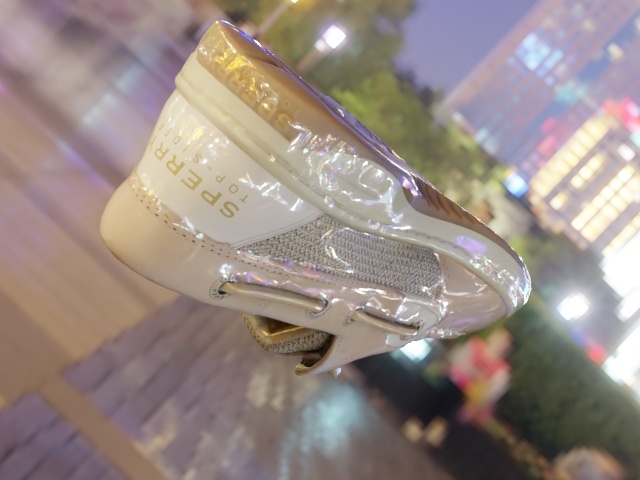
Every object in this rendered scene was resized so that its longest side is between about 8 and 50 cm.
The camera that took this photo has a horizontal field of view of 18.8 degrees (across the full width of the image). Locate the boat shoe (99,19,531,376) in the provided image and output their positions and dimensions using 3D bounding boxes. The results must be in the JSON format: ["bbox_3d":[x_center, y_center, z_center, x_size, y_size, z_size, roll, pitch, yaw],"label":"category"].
[{"bbox_3d":[0.000,0.000,0.909,0.121,0.110,0.341,41,5,27],"label":"boat shoe"}]
